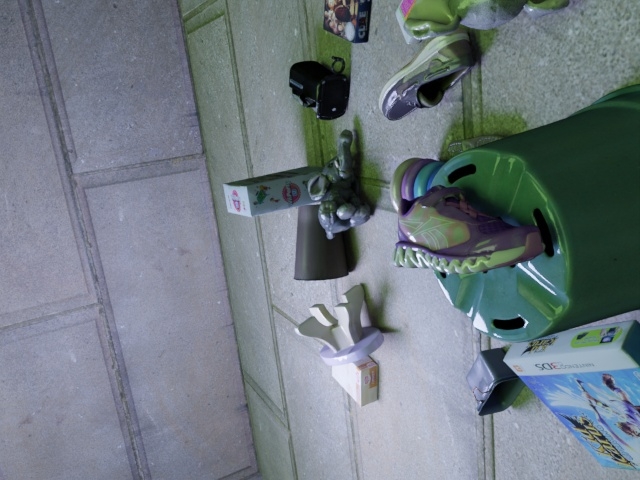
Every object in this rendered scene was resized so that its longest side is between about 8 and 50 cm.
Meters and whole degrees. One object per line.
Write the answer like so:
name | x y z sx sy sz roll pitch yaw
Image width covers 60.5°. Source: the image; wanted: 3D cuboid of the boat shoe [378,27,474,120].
boat shoe | 0.217 -0.324 1.155 0.285 0.103 0.092 -38 63 57

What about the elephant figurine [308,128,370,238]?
elephant figurine | 0.051 -0.156 1.562 0.169 0.186 0.239 31 -136 -62

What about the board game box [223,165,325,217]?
board game box | -0.119 -0.157 1.694 0.224 0.303 0.097 15 116 62

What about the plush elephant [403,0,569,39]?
plush elephant | 0.244 -0.452 0.857 0.330 0.272 0.255 63 -168 -58

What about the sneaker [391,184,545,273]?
sneaker | 0.162 -0.017 0.664 0.236 0.095 0.104 -178 83 -65

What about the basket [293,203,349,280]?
basket | 0.000 0.000 1.702 0.154 0.204 0.226 1 94 36

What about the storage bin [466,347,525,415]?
storage bin | 0.367 0.303 1.189 0.091 0.098 0.135 -114 25 -44

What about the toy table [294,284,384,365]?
toy table | 0.058 0.263 1.651 0.274 0.252 0.161 -22 99 53

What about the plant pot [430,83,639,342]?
plant pot | 0.351 -0.026 0.760 0.341 0.334 0.341 40 137 50

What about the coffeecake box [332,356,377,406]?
coffeecake box | 0.110 0.428 1.802 0.185 0.068 0.142 36 134 54

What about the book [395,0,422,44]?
book | 0.211 -0.502 1.154 0.096 0.035 0.144 70 154 19

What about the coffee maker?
coffee maker | 0.000 -0.448 1.547 0.178 0.120 0.171 46 119 45

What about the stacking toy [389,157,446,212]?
stacking toy | 0.290 -0.101 1.097 0.330 0.141 0.141 9 111 58

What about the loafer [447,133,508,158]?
loafer | 0.321 -0.184 1.075 0.148 0.050 0.056 12 118 45

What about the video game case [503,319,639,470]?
video game case | 0.464 0.253 0.856 0.269 0.061 0.244 46 154 -3

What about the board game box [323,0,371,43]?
board game box | 0.069 -0.634 1.364 0.165 0.042 0.243 46 142 47
